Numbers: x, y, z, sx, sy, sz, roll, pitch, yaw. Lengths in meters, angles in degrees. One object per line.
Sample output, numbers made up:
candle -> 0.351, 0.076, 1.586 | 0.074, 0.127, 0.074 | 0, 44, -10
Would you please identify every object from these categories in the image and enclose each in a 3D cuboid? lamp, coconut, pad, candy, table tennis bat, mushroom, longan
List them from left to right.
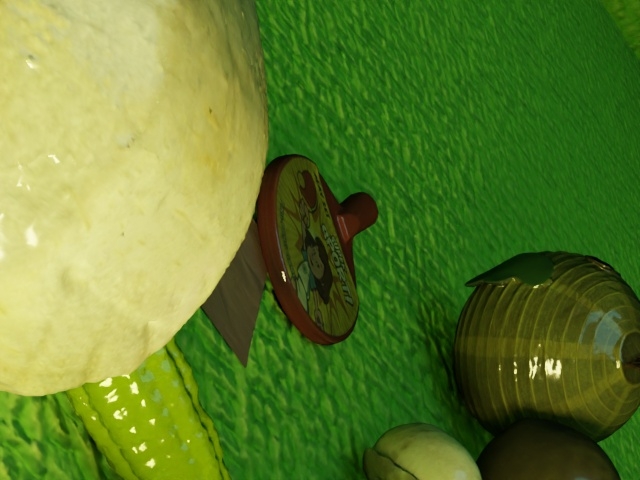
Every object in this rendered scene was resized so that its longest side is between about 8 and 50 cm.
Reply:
coconut -> -0.212, -0.096, 1.113 | 0.415, 0.345, 0.415 | -10, 90, -85
candy -> -0.122, 0.150, 1.443 | 0.209, 0.097, 0.097 | 64, 20, -21
pad -> -0.086, 0.023, 1.788 | 0.113, 0.006, 0.188 | 58, 24, -29
table tennis bat -> 0.000, 0.000, 1.985 | 0.310, 0.038, 0.200 | -37, 111, -68
mushroom -> 0.104, 0.256, 1.883 | 0.154, 0.122, 0.154 | 46, -14, 15
longan -> 0.249, 0.300, 2.093 | 0.198, 0.198, 0.212 | 45, 50, -46
lamp -> 0.292, 0.132, 2.231 | 0.250, 0.284, 0.250 | -2, 93, -44
